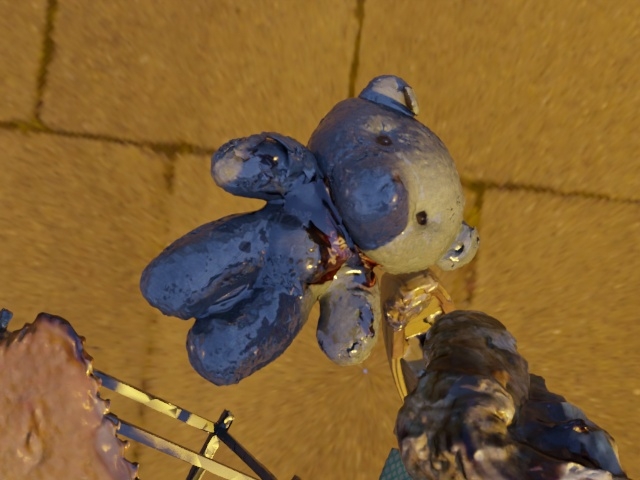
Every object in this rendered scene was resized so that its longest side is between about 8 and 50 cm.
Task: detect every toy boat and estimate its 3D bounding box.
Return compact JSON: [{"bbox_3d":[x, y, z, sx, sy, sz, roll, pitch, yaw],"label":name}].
[{"bbox_3d":[0.123,0.138,1.856,0.089,0.321,0.121,-21,51,-4],"label":"toy boat"}]

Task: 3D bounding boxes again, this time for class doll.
[{"bbox_3d":[0.005,-0.002,1.610,0.340,0.158,0.246,-33,99,-31],"label":"doll"}]

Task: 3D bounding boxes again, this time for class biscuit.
[{"bbox_3d":[-0.173,0.183,1.007,0.237,0.013,0.232,-30,83,36],"label":"biscuit"}]

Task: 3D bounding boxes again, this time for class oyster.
[{"bbox_3d":[0.161,0.151,1.366,0.166,0.094,0.294,-26,41,-32],"label":"oyster"}]

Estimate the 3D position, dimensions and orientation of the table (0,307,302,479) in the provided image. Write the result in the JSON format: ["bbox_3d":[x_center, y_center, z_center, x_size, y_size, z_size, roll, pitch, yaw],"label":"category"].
[{"bbox_3d":[-0.250,0.289,1.932,0.335,0.222,0.272,28,93,-31],"label":"table"}]

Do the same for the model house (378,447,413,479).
[{"bbox_3d":[0.148,0.307,1.879,0.206,0.271,0.178,20,94,-9],"label":"model house"}]
